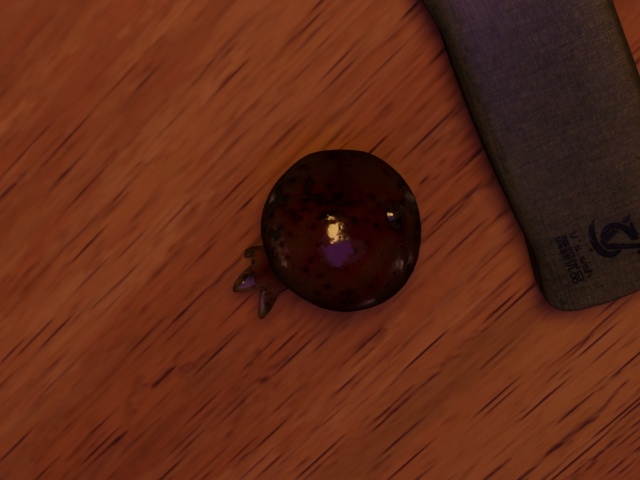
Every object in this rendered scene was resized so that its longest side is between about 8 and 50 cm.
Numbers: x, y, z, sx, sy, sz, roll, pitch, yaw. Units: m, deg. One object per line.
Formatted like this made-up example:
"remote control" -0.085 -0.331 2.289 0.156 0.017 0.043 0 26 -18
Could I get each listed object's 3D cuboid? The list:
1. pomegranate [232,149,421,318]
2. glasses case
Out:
"pomegranate" -0.003 -0.003 0.970 0.159 0.129 0.129 -14 114 12
"glasses case" 0.181 -0.100 0.960 0.131 0.074 0.323 -23 113 8
